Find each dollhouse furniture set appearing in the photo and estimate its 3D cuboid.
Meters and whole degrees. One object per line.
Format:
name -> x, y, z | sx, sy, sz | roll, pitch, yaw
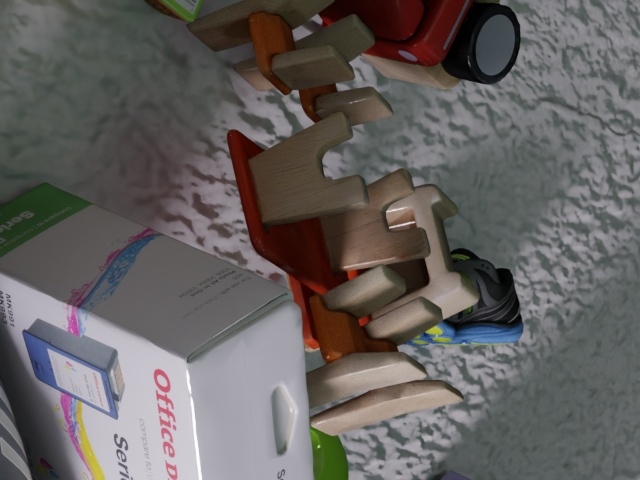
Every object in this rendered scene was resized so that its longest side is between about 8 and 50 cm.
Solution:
dollhouse furniture set -> 0.000, 0.000, 1.235 | 0.259, 0.135, 0.262 | 36, 38, -64

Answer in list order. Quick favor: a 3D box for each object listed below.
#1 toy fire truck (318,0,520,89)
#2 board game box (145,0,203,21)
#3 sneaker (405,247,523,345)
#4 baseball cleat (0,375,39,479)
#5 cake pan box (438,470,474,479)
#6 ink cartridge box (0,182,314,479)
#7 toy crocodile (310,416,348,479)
toy fire truck -> 0.071, -0.242, 1.263 | 0.246, 0.158, 0.217 | 36, 76, -46
board game box -> -0.067, -0.275, 1.152 | 0.124, 0.039, 0.259 | 33, 82, -55
sneaker -> 0.098, 0.045, 1.512 | 0.188, 0.067, 0.078 | 5, 80, -52
baseball cleat -> -0.195, 0.131, 1.096 | 0.109, 0.072, 0.205 | 19, 58, -65
cake pan box -> 0.191, 0.356, 1.614 | 0.070, 0.246, 0.266 | -31, 128, -42
ink cartridge box -> -0.112, 0.077, 1.101 | 0.093, 0.212, 0.154 | -34, 132, -39
toy crocodile -> -0.068, 0.269, 1.320 | 0.340, 0.115, 0.105 | -56, 145, -33
